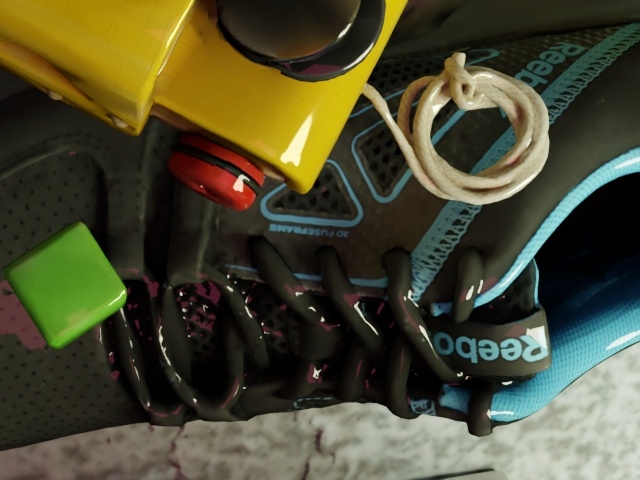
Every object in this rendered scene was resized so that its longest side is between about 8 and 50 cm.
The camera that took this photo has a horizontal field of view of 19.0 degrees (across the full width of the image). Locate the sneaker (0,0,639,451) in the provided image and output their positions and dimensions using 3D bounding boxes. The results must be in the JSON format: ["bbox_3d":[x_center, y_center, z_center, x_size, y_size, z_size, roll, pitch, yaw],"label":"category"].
[{"bbox_3d":[0.000,0.000,0.607,0.341,0.139,0.125,-18,126,-10],"label":"sneaker"}]

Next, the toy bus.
[{"bbox_3d":[-0.048,-0.081,0.510,0.202,0.104,0.191,-18,87,-7],"label":"toy bus"}]

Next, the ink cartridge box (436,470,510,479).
[{"bbox_3d":[0.070,0.245,0.703,0.115,0.273,0.198,-9,123,-20],"label":"ink cartridge box"}]
